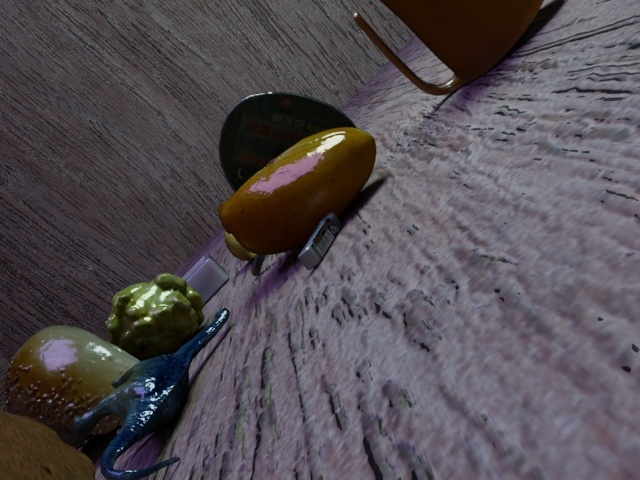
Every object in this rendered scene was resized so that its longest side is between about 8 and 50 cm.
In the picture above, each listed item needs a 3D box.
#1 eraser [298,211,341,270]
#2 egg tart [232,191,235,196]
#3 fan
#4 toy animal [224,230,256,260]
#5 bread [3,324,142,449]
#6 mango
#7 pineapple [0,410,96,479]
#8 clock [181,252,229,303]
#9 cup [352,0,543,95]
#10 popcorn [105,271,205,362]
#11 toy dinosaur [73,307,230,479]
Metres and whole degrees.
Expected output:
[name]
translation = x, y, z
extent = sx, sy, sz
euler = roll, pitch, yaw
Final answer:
[eraser]
translation = 0.000, 0.000, 0.722
extent = 0.019, 0.027, 0.099
euler = -27, 20, 36
[egg tart]
translation = -0.099, -0.129, 1.311
extent = 0.341, 0.129, 0.341
euler = -45, 10, 10
[fan]
translation = -0.034, -0.095, 0.906
extent = 0.224, 0.294, 0.012
euler = -15, 27, -6
[toy animal]
translation = -0.132, 0.011, 1.103
extent = 0.070, 0.083, 0.159
euler = -21, 14, -21
[bread]
translation = -0.395, 0.232, 0.885
extent = 0.314, 0.192, 0.171
euler = -31, 16, 50
[mango]
translation = -0.024, -0.073, 0.822
extent = 0.252, 0.126, 0.153
euler = -33, 18, 19
[pineapple]
translation = -0.362, 0.322, 0.468
extent = 0.357, 0.223, 0.223
euler = -56, 13, -12
[clock]
translation = -0.281, 0.106, 1.270
extent = 0.150, 0.063, 0.197
euler = -47, 11, -8
[cup]
translation = 0.167, -0.346, 0.821
extent = 0.226, 0.264, 0.182
euler = -52, 15, 27
[popcorn]
translation = -0.282, 0.132, 0.959
extent = 0.174, 0.142, 0.173
euler = -10, -17, -3
[toy dinosaur]
translation = -0.199, 0.181, 0.665
extent = 0.147, 0.076, 0.363
euler = -36, 9, 11
